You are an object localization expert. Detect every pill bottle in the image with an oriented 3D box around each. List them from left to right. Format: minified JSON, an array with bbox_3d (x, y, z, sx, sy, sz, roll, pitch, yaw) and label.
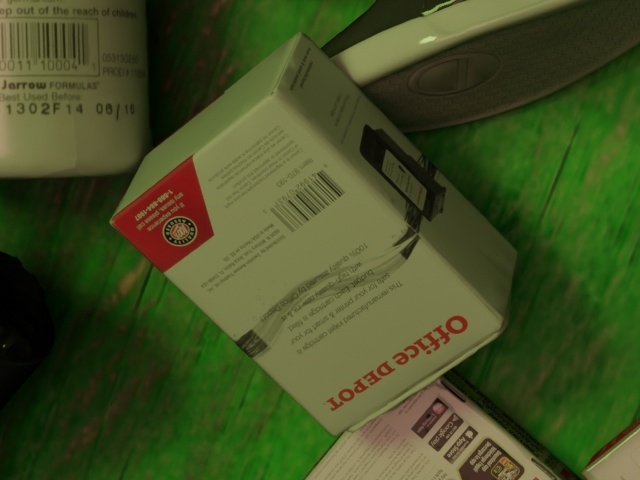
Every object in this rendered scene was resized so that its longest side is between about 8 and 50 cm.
[{"bbox_3d":[-0.147,-0.143,0.930,0.131,0.131,0.229,-1,92,13],"label":"pill bottle"}]

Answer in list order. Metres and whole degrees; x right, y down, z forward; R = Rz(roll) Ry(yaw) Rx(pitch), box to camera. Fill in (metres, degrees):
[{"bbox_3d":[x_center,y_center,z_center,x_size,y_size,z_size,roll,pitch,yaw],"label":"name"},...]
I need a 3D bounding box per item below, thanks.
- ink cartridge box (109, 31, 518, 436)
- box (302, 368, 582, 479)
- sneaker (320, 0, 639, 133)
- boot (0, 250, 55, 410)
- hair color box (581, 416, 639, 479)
[{"bbox_3d":[0.000,0.000,0.885,0.109,0.063,0.150,-36,109,30],"label":"ink cartridge box"},{"bbox_3d":[0.024,0.165,0.950,0.114,0.036,0.207,41,100,9],"label":"box"},{"bbox_3d":[0.099,-0.160,0.896,0.295,0.104,0.147,-27,69,22],"label":"sneaker"},{"bbox_3d":[-0.185,0.111,0.931,0.246,0.094,0.207,44,121,3],"label":"boot"},{"bbox_3d":[0.197,0.087,0.902,0.141,0.043,0.072,-41,83,13],"label":"hair color box"}]
